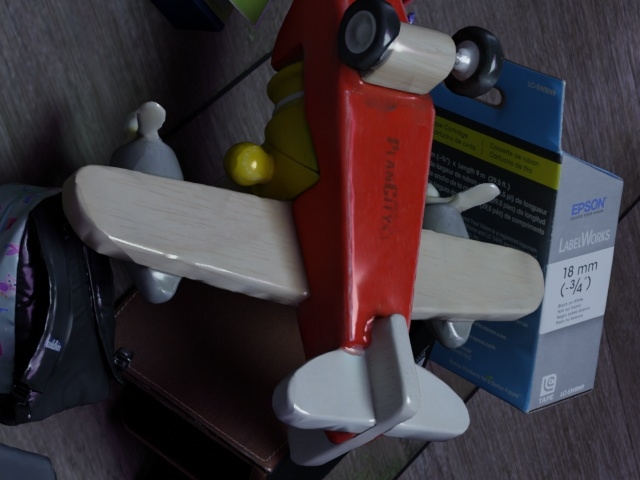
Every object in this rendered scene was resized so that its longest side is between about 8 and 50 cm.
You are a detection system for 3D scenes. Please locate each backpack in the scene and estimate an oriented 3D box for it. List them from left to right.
[{"bbox_3d":[-0.232,0.045,1.508,0.152,0.115,0.182,-19,110,-62],"label":"backpack"}]

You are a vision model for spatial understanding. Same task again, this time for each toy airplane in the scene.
[{"bbox_3d":[0.000,0.000,1.586,0.384,0.272,0.386,-46,116,-32],"label":"toy airplane"}]

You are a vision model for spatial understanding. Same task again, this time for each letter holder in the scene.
[{"bbox_3d":[-0.055,0.105,1.734,0.302,0.214,0.152,-42,159,-39],"label":"letter holder"}]

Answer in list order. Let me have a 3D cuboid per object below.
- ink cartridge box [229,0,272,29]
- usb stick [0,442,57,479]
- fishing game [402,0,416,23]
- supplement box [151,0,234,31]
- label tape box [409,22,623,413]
[{"bbox_3d":[-0.117,-0.322,1.576,0.255,0.097,0.188,45,63,-40],"label":"ink cartridge box"},{"bbox_3d":[-0.315,0.174,1.459,0.278,0.045,0.077,25,61,-44],"label":"usb stick"},{"bbox_3d":[0.103,-0.117,1.952,0.189,0.041,0.264,-40,125,-42],"label":"fishing game"},{"bbox_3d":[-0.110,-0.240,1.650,0.083,0.056,0.083,47,61,-44],"label":"supplement box"},{"bbox_3d":[0.170,-0.034,1.839,0.106,0.241,0.333,-13,118,-38],"label":"label tape box"}]
